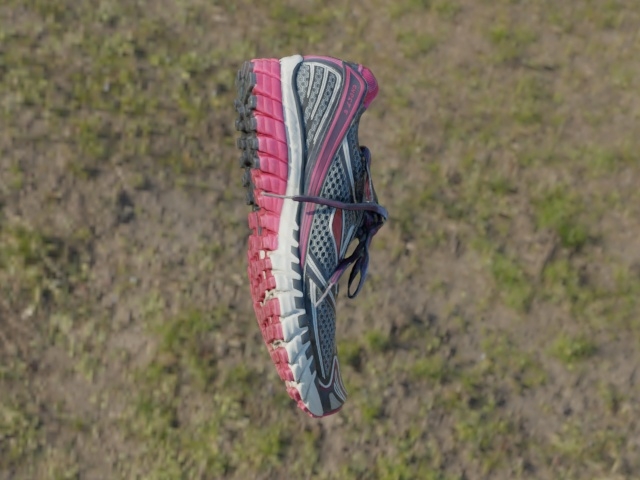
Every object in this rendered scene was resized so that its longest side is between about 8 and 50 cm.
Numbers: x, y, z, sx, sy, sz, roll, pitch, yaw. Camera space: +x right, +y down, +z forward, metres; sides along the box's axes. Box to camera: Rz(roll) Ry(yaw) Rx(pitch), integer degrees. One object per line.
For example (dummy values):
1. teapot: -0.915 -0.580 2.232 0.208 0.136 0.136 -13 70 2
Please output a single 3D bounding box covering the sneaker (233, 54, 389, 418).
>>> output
1. sneaker: 0.000 0.000 1.143 0.112 0.299 0.121 -6 13 -11
